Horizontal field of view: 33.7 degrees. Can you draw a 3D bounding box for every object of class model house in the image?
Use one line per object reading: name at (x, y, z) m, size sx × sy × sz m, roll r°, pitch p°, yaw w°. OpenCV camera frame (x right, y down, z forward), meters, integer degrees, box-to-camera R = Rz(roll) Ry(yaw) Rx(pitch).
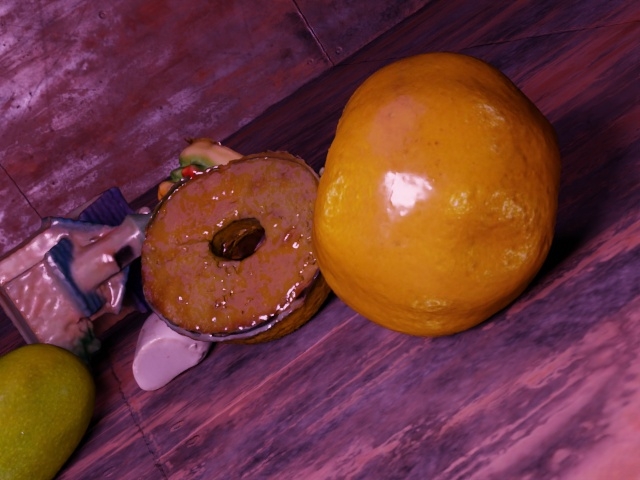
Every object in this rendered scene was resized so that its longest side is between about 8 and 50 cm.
model house at (-0.356, 0.057, 1.675) m, size 0.280 × 0.245 × 0.312 m, roll -36°, pitch 11°, yaw -19°

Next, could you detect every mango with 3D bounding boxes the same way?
mango at (-0.392, 0.248, 1.311) m, size 0.192 × 0.156 × 0.343 m, roll -35°, pitch 16°, yaw 24°

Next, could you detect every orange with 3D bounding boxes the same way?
orange at (0.115, -0.044, 1.028) m, size 0.279 × 0.235 × 0.279 m, roll -163°, pitch 90°, yaw -89°

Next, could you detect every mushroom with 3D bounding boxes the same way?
mushroom at (-0.192, 0.116, 1.449) m, size 0.116 × 0.093 × 0.225 m, roll -50°, pitch 11°, yaw 26°

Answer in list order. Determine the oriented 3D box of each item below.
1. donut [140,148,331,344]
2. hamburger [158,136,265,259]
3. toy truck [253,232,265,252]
donut at (-0.088, 0.016, 1.340) m, size 0.272 × 0.107 × 0.272 m, roll -10°, pitch 66°, yaw 23°
hamburger at (-0.157, -0.052, 1.696) m, size 0.149 × 0.237 × 0.237 m, roll -60°, pitch 22°, yaw -14°
toy truck at (0.000, 0.000, 1.427) m, size 0.192 × 0.092 × 0.083 m, roll -27°, pitch 16°, yaw 22°
